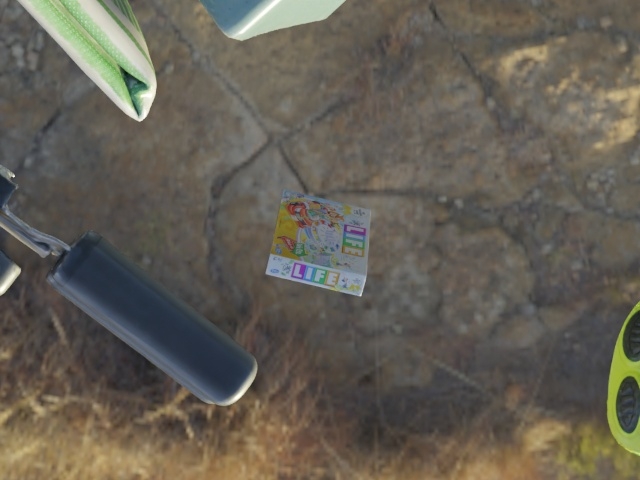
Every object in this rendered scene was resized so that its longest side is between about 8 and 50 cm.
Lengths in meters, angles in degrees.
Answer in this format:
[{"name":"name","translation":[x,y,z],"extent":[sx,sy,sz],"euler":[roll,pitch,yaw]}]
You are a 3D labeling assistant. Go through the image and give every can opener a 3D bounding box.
[{"name":"can opener","translation":[-0.174,0.034,0.923],"extent":[0.280,0.093,0.074],"euler":[35,168,-13]}]

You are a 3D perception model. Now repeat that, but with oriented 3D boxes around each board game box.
[{"name":"board game box","translation":[0.000,0.000,1.422],"extent":[0.103,0.154,0.026],"euler":[13,118,-4]}]

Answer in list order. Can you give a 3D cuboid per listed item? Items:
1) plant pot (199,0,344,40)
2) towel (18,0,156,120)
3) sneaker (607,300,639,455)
[{"name":"plant pot","translation":[0.000,-0.316,0.891],"extent":[0.252,0.248,0.247],"euler":[-34,92,20]},{"name":"towel","translation":[-0.207,-0.234,0.789],"extent":[0.038,0.325,0.248],"euler":[-36,138,6]},{"name":"sneaker","translation":[0.297,0.046,0.888],"extent":[0.109,0.295,0.123],"euler":[17,143,37]}]
